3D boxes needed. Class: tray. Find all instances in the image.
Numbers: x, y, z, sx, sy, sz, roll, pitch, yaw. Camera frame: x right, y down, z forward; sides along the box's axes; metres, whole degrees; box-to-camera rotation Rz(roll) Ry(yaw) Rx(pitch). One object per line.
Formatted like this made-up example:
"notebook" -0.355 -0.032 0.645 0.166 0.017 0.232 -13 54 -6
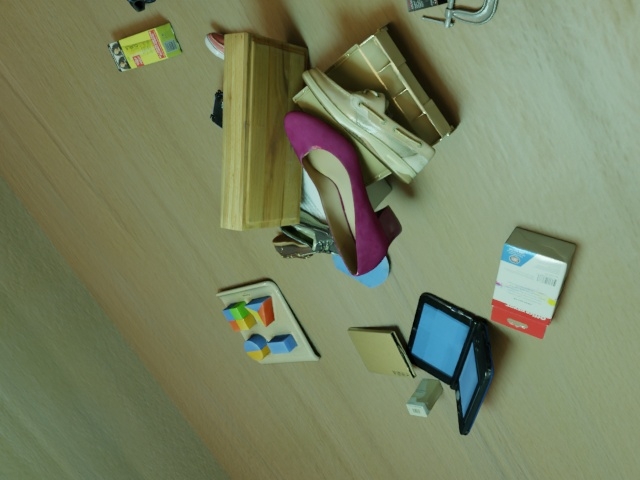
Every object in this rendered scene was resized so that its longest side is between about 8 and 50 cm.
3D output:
"tray" -0.123 -0.235 1.265 0.076 0.203 0.410 9 101 36

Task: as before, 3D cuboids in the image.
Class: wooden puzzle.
"wooden puzzle" -0.203 0.313 1.973 0.322 0.080 0.347 -16 110 45

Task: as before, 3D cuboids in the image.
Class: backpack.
"backpack" -0.218 -0.333 1.473 0.114 0.084 0.105 41 139 13

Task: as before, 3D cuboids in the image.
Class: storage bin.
"storage bin" 0.118 -0.283 1.213 0.260 0.123 0.262 -27 103 47

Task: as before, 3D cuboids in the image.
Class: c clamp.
"c clamp" 0.262 -0.463 1.028 0.137 0.022 0.160 27 136 20

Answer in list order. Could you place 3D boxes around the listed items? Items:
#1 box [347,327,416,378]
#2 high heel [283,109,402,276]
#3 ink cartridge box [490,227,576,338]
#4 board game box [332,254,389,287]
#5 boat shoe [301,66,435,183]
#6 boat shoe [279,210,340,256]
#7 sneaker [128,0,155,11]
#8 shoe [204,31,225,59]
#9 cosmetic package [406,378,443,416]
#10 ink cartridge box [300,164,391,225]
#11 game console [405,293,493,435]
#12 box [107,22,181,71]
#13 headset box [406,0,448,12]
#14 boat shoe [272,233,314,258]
"box" 0.182 0.339 1.699 0.201 0.021 0.164 -8 114 54
"high heel" 0.021 -0.106 1.201 0.377 0.181 0.127 48 139 -3
"ink cartridge box" 0.470 0.099 1.259 0.134 0.078 0.230 21 133 27
"board game box" 0.116 0.051 1.546 0.169 0.033 0.133 30 131 10
"boat shoe" 0.093 -0.246 1.107 0.302 0.109 0.098 43 99 3
"boat shoe" 0.000 -0.001 1.397 0.224 0.073 0.080 28 138 14
"sneaker" -0.424 -0.654 1.398 0.232 0.081 0.090 -7 120 50
"shoe" -0.198 -0.472 1.368 0.178 0.063 0.081 37 137 2
"cosmetic package" 0.307 0.462 1.650 0.060 0.115 0.041 -6 116 41
"ink cartridge box" 0.010 -0.129 1.426 0.273 0.114 0.197 -27 104 46
"game console" 0.331 0.331 1.495 0.174 0.250 0.292 6 130 3
"box" -0.491 -0.532 1.557 0.233 0.058 0.087 3 122 37
"headset box" 0.194 -0.469 1.055 0.083 0.032 0.062 13 124 50
"boat shoe" -0.051 0.018 1.628 0.207 0.073 0.073 1 124 47
